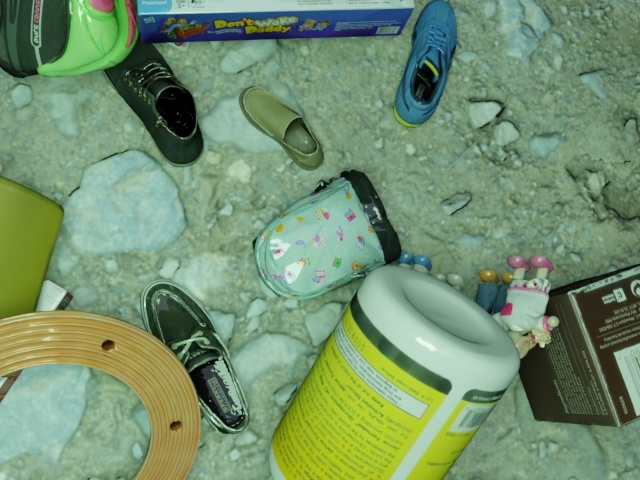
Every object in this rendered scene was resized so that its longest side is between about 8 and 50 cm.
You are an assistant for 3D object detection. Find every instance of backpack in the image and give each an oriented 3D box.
[{"bbox_3d":[0.000,0.000,0.956,0.181,0.115,0.152,-27,88,-12],"label":"backpack"}]

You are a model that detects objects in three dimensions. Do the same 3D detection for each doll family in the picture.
[{"bbox_3d":[0.187,0.115,0.941,0.118,0.262,0.163,49,52,-41],"label":"doll family"}]

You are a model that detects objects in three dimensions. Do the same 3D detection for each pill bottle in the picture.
[{"bbox_3d":[0.057,0.210,0.826,0.187,0.188,0.334,28,109,-5],"label":"pill bottle"}]

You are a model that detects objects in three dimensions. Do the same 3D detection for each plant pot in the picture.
[{"bbox_3d":[-0.433,0.011,0.785,0.212,0.187,0.212,7,70,7],"label":"plant pot"}]

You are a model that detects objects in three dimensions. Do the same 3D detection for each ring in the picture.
[{"bbox_3d":[-0.297,0.222,0.806,0.336,0.032,0.337,-10,117,-19],"label":"ring"}]

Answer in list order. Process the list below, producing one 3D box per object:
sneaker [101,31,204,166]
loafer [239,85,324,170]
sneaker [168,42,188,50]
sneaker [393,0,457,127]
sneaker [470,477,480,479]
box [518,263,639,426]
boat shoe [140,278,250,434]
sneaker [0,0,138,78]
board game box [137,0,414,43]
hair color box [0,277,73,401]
[{"bbox_3d":[-0.216,-0.208,0.950,0.083,0.118,0.222,-34,87,-16],"label":"sneaker"},{"bbox_3d":[-0.049,-0.160,1.011,0.148,0.050,0.056,41,73,-2],"label":"loafer"},{"bbox_3d":[-0.169,-0.301,1.018,0.118,0.042,0.067,-10,77,-6],"label":"sneaker"},{"bbox_3d":[0.162,-0.265,1.062,0.069,0.082,0.210,19,74,-6],"label":"sneaker"},{"bbox_3d":[0.208,0.452,0.915,0.161,0.102,0.282,-23,84,-12],"label":"sneaker"},{"bbox_3d":[0.367,0.133,0.959,0.168,0.203,0.167,-17,83,-15],"label":"box"},{"bbox_3d":[-0.151,0.140,0.917,0.077,0.070,0.219,-33,87,-16],"label":"boat shoe"},{"bbox_3d":[-0.383,-0.417,0.921,0.202,0.185,0.483,-20,71,3],"label":"sneaker"},{"bbox_3d":[-0.068,-0.386,0.966,0.346,0.078,0.234,-5,79,-10],"label":"board game box"},{"bbox_3d":[-0.386,0.111,0.882,0.093,0.053,0.167,31,73,-3],"label":"hair color box"}]
